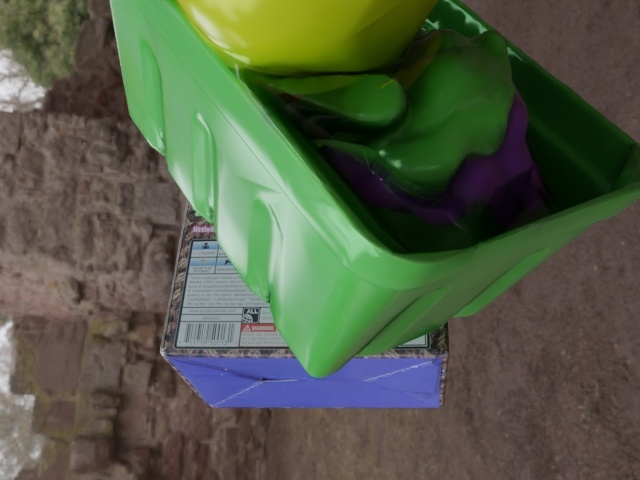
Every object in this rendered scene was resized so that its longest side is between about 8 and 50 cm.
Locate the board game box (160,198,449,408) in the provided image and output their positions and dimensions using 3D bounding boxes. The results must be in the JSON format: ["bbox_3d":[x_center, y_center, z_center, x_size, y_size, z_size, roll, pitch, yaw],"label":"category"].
[{"bbox_3d":[0.000,0.000,0.672,0.141,0.231,0.291,76,-165,-59],"label":"board game box"}]

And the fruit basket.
[{"bbox_3d":[0.018,-0.147,0.423,0.392,0.282,0.393,24,121,48],"label":"fruit basket"}]
